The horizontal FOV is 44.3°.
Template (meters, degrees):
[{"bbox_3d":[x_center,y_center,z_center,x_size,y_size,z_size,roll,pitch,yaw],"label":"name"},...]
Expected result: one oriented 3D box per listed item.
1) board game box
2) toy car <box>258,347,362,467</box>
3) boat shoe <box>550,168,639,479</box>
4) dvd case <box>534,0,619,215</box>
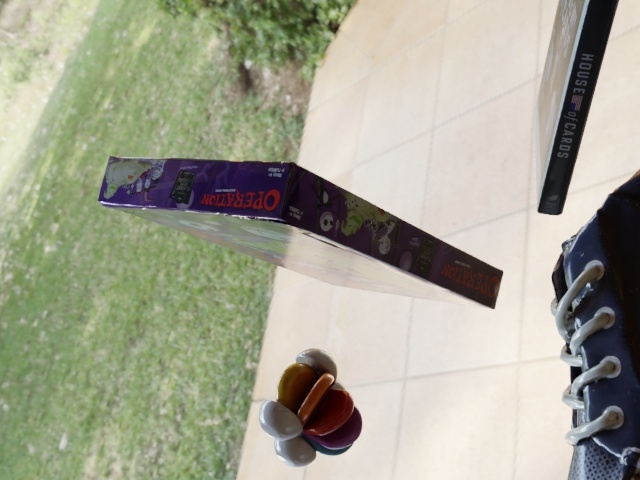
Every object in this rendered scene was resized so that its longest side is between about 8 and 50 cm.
[{"bbox_3d":[0.000,0.000,0.720,0.208,0.347,0.056,11,83,40],"label":"board game box"},{"bbox_3d":[0.001,0.274,1.243,0.136,0.182,0.159,14,51,32],"label":"toy car"},{"bbox_3d":[0.180,0.085,0.470,0.340,0.158,0.127,-48,-11,-14],"label":"boat shoe"},{"bbox_3d":[0.239,-0.170,0.752,0.179,0.030,0.238,-74,-12,-47],"label":"dvd case"}]
